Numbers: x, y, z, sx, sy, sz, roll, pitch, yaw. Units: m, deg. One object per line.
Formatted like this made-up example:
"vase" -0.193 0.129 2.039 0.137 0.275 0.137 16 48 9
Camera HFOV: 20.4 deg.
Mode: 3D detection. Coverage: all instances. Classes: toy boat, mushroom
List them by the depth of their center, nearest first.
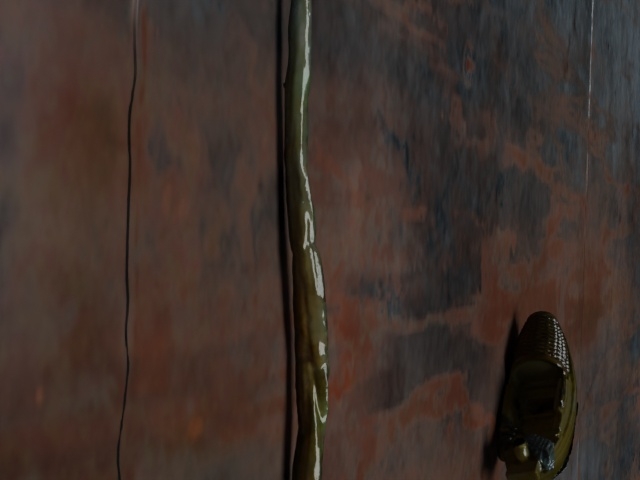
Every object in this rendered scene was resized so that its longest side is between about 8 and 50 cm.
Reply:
"mushroom" -0.006 0.000 0.690 0.026 0.028 0.286 8 -83 64
"toy boat" 0.138 0.106 1.143 0.149 0.047 0.049 -72 144 -50
